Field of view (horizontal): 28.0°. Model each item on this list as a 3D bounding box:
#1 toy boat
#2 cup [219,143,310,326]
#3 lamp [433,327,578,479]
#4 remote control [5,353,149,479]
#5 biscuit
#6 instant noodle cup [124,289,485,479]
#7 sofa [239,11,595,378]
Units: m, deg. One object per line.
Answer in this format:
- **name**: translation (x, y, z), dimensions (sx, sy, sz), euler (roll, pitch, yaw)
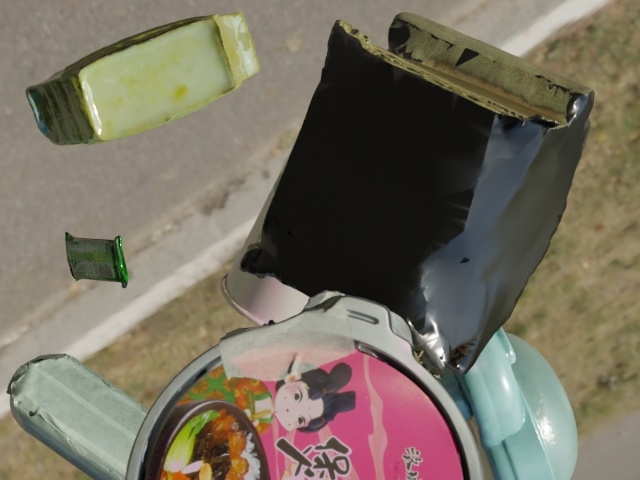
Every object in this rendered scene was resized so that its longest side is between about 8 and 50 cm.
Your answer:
- **toy boat**: translation (-0.207, -0.187, 1.514), dimensions (0.276, 0.111, 0.084), euler (-19, -164, -5)
- **cup**: translation (0.000, 0.000, 2.028), dimensions (0.253, 0.253, 0.274), euler (-1, 118, -52)
- **lamp**: translation (0.193, 0.182, 1.405), dimensions (0.147, 0.209, 0.284), euler (-37, 135, 11)
- **remote control**: translation (-0.248, 0.218, 1.476), dimensions (0.104, 0.247, 0.052), euler (-53, 171, -28)
- **biscuit**: translation (-0.194, 0.016, 1.118), dimensions (0.089, 0.046, 0.016), euler (3, -163, 45)
- **instant noodle cup**: translation (-0.010, 0.209, 0.986), dimensions (0.302, 0.258, 0.181), euler (-60, 169, -18)
- **sofa**: translation (0.084, -0.040, 1.051), dimensions (0.182, 0.200, 0.258), euler (-18, 132, -66)
